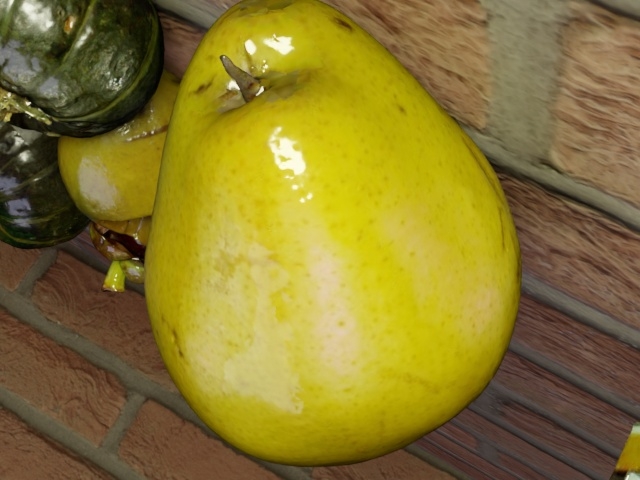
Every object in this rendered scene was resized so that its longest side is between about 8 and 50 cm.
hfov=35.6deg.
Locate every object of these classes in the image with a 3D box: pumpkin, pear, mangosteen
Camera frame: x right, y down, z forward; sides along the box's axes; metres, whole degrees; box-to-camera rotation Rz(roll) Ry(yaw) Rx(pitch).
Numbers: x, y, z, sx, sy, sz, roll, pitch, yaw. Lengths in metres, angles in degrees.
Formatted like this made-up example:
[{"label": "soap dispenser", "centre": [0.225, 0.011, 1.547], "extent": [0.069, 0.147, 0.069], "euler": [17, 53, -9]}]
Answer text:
[{"label": "pumpkin", "centre": [-0.400, -0.114, 1.360], "extent": [0.260, 0.189, 0.260], "euler": [36, 148, 27]}, {"label": "pear", "centre": [-0.008, 0.001, 0.699], "extent": [0.336, 0.285, 0.285], "euler": [56, 158, -22]}, {"label": "pumpkin", "centre": [-0.237, -0.169, 0.823], "extent": [0.224, 0.157, 0.223], "euler": [20, 168, 4]}, {"label": "mangosteen", "centre": [-0.219, -0.022, 1.267], "extent": [0.156, 0.181, 0.145], "euler": [32, -146, -39]}]

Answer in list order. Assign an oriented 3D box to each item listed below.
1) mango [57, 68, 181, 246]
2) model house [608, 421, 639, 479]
[{"label": "mango", "centre": [-0.159, -0.069, 1.026], "extent": [0.130, 0.167, 0.262], "euler": [39, 178, 45]}, {"label": "model house", "centre": [0.291, 0.108, 0.492], "extent": [0.224, 0.215, 0.198], "euler": [33, 170, -4]}]
